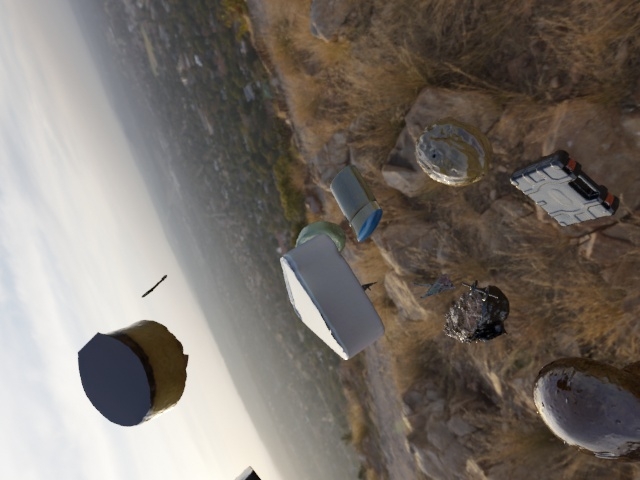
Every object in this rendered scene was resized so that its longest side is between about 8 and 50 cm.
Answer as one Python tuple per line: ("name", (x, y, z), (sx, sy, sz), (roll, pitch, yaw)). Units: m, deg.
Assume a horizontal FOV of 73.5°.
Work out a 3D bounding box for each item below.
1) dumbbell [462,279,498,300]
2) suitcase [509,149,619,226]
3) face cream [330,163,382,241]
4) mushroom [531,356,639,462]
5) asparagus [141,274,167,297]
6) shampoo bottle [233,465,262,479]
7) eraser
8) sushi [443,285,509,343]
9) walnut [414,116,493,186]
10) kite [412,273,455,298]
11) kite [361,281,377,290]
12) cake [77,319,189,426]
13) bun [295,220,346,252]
("dumbbell", (0.647, 0.202, 1.737), (0.147, 0.069, 0.069), (22, 146, 11))
("suitcase", (0.794, -0.164, 1.404), (0.286, 0.066, 0.206), (35, 159, -12))
("face cream", (0.130, -0.141, 1.557), (0.139, 0.067, 0.285), (-48, 46, 28))
("mushroom", (0.767, 0.404, 1.134), (0.334, 0.356, 0.331), (27, 175, 38))
("asparagus", (-0.518, 0.142, 1.345), (0.016, 0.013, 0.166), (44, -163, -8))
("shampoo bottle", (-0.083, 0.617, 0.864), (0.309, 0.098, 0.071), (53, 151, 1))
("eraser", (0.010, 0.138, 1.212), (0.331, 0.150, 0.331), (51, 162, 24))
("sushi", (0.741, 0.366, 2.013), (0.348, 0.208, 0.234), (102, 155, -46))
("walnut", (0.395, -0.262, 1.283), (0.245, 0.198, 0.198), (39, 149, 28))
("kite", (0.340, 0.136, 1.288), (0.157, 0.139, 0.011), (-2, 116, 49))
("kite", (0.239, 0.238, 2.190), (0.004, 0.122, 0.090), (64, 165, -23))
("cake", (-0.344, 0.245, 0.859), (0.185, 0.178, 0.207), (-6, 101, 25))
("bun", (0.001, -0.002, 1.757), (0.221, 0.222, 0.108), (92, 176, -51))
